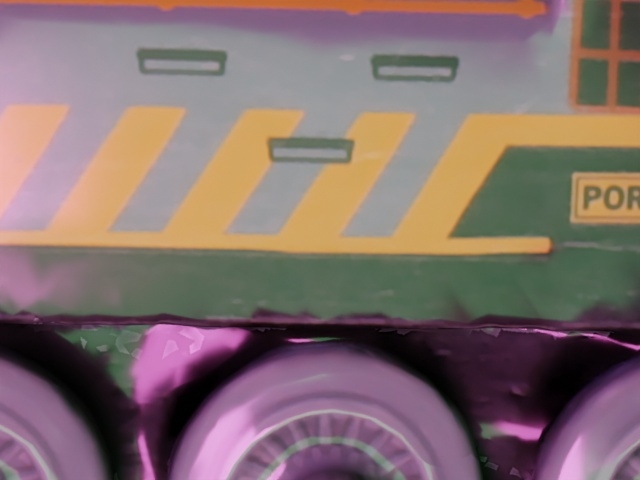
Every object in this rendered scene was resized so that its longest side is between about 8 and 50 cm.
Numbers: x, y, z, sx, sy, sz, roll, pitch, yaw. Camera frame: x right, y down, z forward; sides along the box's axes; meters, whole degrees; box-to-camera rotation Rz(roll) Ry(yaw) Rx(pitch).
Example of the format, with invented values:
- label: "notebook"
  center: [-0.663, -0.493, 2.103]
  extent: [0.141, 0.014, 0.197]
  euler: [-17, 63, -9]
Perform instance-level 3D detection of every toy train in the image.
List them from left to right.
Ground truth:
- label: "toy train"
  center: [0.000, 0.000, 0.389]
  extent: [0.334, 0.142, 0.190]
  euler: [1, 98, -3]
